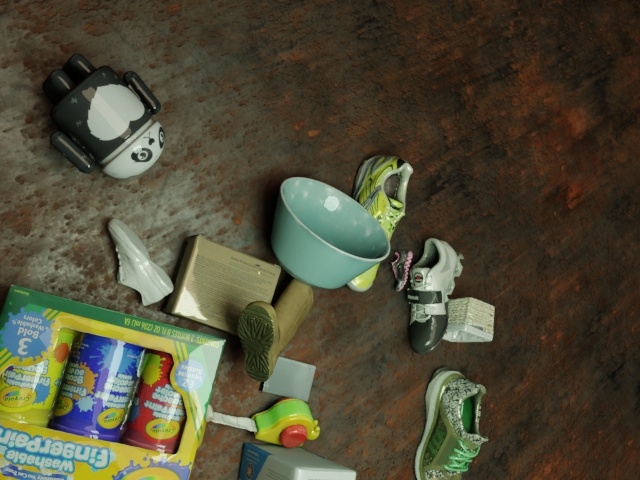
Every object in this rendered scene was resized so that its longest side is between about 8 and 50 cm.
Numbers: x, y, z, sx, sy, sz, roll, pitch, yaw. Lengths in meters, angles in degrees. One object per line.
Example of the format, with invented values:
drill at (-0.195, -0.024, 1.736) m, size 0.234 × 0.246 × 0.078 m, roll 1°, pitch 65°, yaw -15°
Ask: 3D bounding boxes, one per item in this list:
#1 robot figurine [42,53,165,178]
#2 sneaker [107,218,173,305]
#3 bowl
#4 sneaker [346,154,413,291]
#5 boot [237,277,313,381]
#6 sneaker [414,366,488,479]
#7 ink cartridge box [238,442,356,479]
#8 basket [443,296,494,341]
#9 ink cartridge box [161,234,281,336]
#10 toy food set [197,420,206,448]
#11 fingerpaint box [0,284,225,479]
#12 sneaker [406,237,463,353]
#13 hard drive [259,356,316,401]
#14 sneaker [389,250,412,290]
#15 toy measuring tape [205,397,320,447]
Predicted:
robot figurine at (-0.465, -0.264, 1.539) m, size 0.209 × 0.173 × 0.278 m, roll -38°, pitch 108°, yaw 7°
sneaker at (-0.431, 0.053, 1.607) m, size 0.094 × 0.080 × 0.212 m, roll -34°, pitch 96°, yaw 6°
bowl at (0.000, 0.000, 1.755) m, size 0.311 × 0.312 × 0.163 m, roll 19°, pitch 121°, yaw -28°
sneaker at (0.140, -0.053, 1.892) m, size 0.145 × 0.147 × 0.385 m, roll 18°, pitch 80°, yaw -30°
boot at (-0.097, 0.166, 1.675) m, size 0.269 × 0.089 × 0.236 m, roll -55°, pitch 159°, yaw -49°
sneaker at (0.378, 0.566, 1.972) m, size 0.158 × 0.182 × 0.411 m, roll 7°, pitch 84°, yaw -30°
ink cartridge box at (-0.083, 0.698, 1.641) m, size 0.166 × 0.285 × 0.395 m, roll 14°, pitch 81°, yaw -29°
basket at (0.400, 0.226, 2.019) m, size 0.113 × 0.167 × 0.103 m, roll 22°, pitch 70°, yaw -28°
ink cartridge box at (-0.235, 0.117, 1.700) m, size 0.234 × 0.088 × 0.193 m, roll 24°, pitch 75°, yaw -27°
toy food set at (-0.328, 0.405, 1.650) m, size 0.128 × 0.071 × 0.218 m, roll 25°, pitch 76°, yaw -51°
fingerpaint box at (-0.463, 0.327, 1.462) m, size 0.444 × 0.163 × 0.371 m, roll 18°, pitch 79°, yaw -14°
sneaker at (0.289, 0.146, 1.974) m, size 0.146 × 0.122 × 0.331 m, roll 36°, pitch 61°, yaw -37°
hard drive at (-0.083, 0.351, 1.812) m, size 0.135 × 0.022 × 0.094 m, roll 20°, pitch 78°, yaw -27°
sneaker at (0.219, 0.082, 1.996) m, size 0.057 × 0.047 × 0.119 m, roll 15°, pitch 78°, yaw -6°
toy measuring tape at (-0.121, 0.425, 1.718) m, size 0.330 × 0.121 × 0.121 m, roll 26°, pitch 75°, yaw -35°
